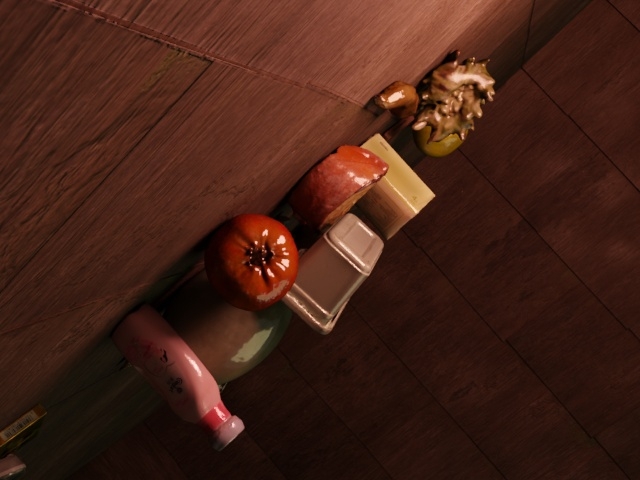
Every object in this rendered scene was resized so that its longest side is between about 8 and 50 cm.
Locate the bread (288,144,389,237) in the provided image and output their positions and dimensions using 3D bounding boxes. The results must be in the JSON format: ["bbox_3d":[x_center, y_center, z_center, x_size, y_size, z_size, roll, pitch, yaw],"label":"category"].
[{"bbox_3d":[0.028,-0.119,1.656,0.244,0.123,0.190,-45,172,31],"label":"bread"}]

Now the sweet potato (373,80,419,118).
[{"bbox_3d":[0.177,-0.312,1.529,0.081,0.062,0.233,-42,172,16],"label":"sweet potato"}]

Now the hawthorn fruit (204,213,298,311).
[{"bbox_3d":[-0.145,0.044,1.412,0.196,0.197,0.225,-40,-173,-16],"label":"hawthorn fruit"}]

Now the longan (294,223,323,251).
[{"bbox_3d":[0.000,0.000,2.252,0.204,0.159,0.185,-59,167,26],"label":"longan"}]

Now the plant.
[{"bbox_3d":[0.311,-0.401,1.796,0.251,0.180,0.333,-51,-155,18],"label":"plant"}]

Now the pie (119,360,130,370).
[{"bbox_3d":[-0.465,0.284,1.808,0.092,0.034,0.170,-31,167,-48],"label":"pie"}]

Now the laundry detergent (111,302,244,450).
[{"bbox_3d":[-0.295,0.292,1.444,0.088,0.335,0.159,-36,173,-48],"label":"laundry detergent"}]

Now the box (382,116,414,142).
[{"bbox_3d":[0.217,-0.317,1.963,0.115,0.025,0.048,-40,180,-22],"label":"box"}]

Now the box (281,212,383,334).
[{"bbox_3d":[0.032,0.057,1.568,0.182,0.175,0.312,-47,179,17],"label":"box"}]

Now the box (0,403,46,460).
[{"bbox_3d":[-0.675,0.435,1.521,0.121,0.030,0.193,-37,172,-40],"label":"box"}]

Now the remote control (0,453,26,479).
[{"bbox_3d":[-0.723,0.508,1.438,0.104,0.052,0.247,-35,168,15],"label":"remote control"}]

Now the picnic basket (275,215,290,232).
[{"bbox_3d":[-0.110,-0.024,1.782,0.083,0.065,0.083,-54,168,-70],"label":"picnic basket"}]

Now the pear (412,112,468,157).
[{"bbox_3d":[0.362,-0.350,2.145,0.180,0.166,0.216,-55,-164,6],"label":"pear"}]

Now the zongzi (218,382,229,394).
[{"bbox_3d":[-0.339,0.331,2.538,0.403,0.207,0.432,-53,-169,11],"label":"zongzi"}]

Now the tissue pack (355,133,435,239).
[{"bbox_3d":[0.165,-0.144,1.843,0.125,0.234,0.159,-40,176,-38],"label":"tissue pack"}]

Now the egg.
[{"bbox_3d":[-0.218,0.185,1.597,0.352,0.258,0.258,-44,175,-10],"label":"egg"}]

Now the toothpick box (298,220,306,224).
[{"bbox_3d":[-0.031,-0.084,1.931,0.083,0.047,0.047,-39,174,-23],"label":"toothpick box"}]
